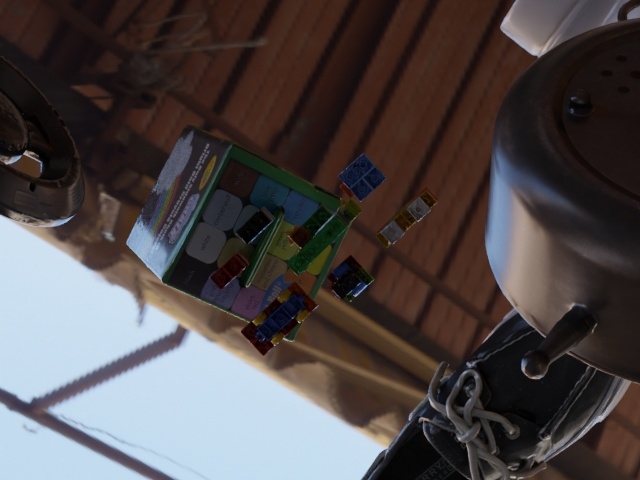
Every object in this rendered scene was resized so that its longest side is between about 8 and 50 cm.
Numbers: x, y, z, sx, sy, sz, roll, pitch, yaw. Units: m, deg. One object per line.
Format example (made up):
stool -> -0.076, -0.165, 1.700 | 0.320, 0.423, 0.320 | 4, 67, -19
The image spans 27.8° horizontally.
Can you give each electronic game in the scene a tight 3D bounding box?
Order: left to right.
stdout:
electronic game -> -0.295, -0.104, 1.124 | 0.048, 0.229, 0.229 | -41, -57, 17

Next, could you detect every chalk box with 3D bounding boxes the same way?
chalk box -> -0.089, -0.008, 1.521 | 0.179, 0.289, 0.180 | 27, -88, -22

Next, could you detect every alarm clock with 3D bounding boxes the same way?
alarm clock -> 0.119, -0.031, 0.411 | 0.129, 0.192, 0.064 | 2, -50, 6

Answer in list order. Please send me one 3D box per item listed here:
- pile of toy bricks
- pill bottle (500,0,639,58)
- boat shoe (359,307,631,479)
pile of toy bricks -> 0.000, 0.000, 1.200 | 0.212, 0.105, 0.118 | -42, -89, 8
pill bottle -> 0.239, -0.099, 0.804 | 0.246, 0.136, 0.136 | 38, -106, 4
boat shoe -> 0.122, 0.143, 0.997 | 0.113, 0.306, 0.105 | 52, -150, 9
